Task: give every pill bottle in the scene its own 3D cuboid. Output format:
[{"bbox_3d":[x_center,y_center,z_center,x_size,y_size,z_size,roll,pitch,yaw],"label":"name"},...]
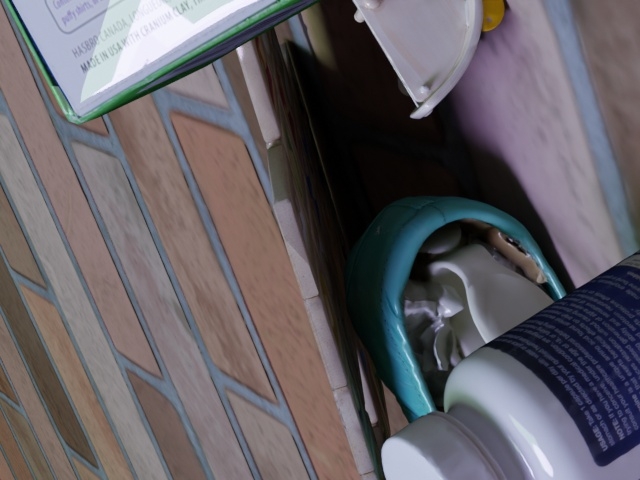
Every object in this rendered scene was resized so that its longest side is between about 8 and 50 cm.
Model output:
[{"bbox_3d":[0.081,0.052,0.575,0.067,0.120,0.067,48,156,30],"label":"pill bottle"}]

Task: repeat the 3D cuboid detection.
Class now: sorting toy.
[{"bbox_3d":[0.025,-0.082,0.649,0.083,0.045,0.075,59,167,3],"label":"sorting toy"}]

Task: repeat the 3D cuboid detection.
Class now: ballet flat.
[{"bbox_3d":[0.087,0.091,0.664,0.247,0.083,0.087,59,165,7],"label":"ballet flat"}]

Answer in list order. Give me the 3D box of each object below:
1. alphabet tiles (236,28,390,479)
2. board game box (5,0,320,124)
[{"bbox_3d":[0.000,0.000,0.727,0.198,0.009,0.237,-98,-8,-58],"label":"alphabet tiles"},{"bbox_3d":[-0.029,-0.215,0.381,0.242,0.064,0.317,-25,95,35],"label":"board game box"}]
